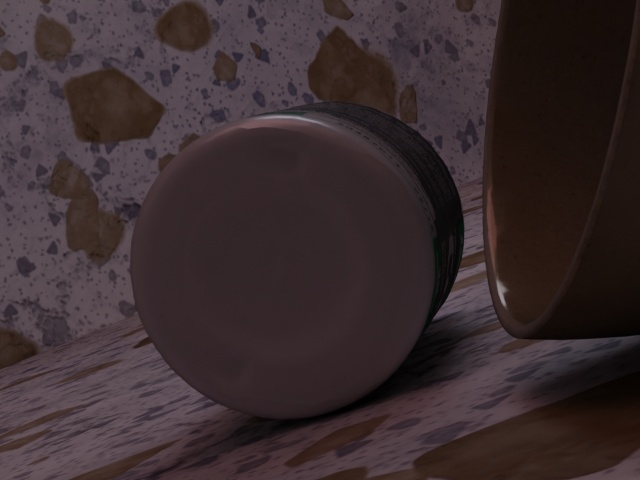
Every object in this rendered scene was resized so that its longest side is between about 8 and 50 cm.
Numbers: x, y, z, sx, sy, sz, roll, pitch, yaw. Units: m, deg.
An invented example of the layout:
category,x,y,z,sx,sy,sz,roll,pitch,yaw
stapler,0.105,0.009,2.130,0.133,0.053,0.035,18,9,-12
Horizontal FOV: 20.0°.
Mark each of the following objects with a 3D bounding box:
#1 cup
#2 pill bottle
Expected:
category,x,y,z,sx,sy,sz,roll,pitch,yaw
cup,0.240,-0.097,0.994,0.237,0.331,0.331,7,0,-7
pill bottle,0.000,0.000,1.341,0.204,0.204,0.361,-19,3,11
